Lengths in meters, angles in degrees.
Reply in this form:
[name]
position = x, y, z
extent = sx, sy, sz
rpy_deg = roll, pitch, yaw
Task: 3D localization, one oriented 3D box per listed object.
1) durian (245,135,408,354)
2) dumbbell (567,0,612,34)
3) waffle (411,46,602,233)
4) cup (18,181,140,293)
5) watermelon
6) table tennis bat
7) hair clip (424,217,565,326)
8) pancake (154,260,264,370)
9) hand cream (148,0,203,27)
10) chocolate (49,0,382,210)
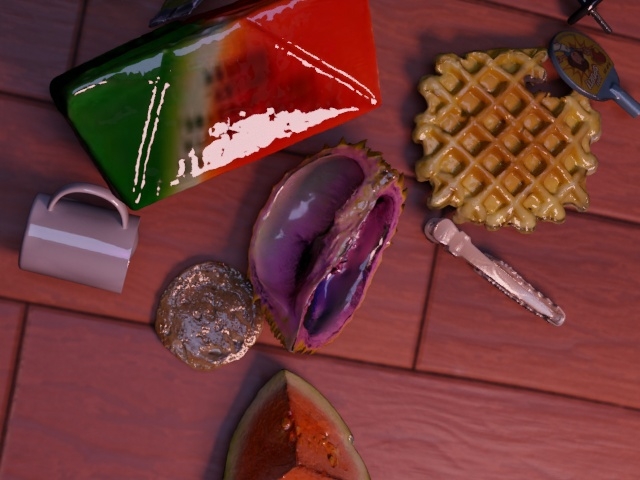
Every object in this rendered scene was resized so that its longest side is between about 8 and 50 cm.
[durian]
position = -0.003, 0.000, 1.534
extent = 0.186, 0.154, 0.260
rpy_deg = 41, 84, 17
[dumbbell]
position = 0.338, -0.331, 1.633
extent = 0.069, 0.069, 0.147
rpy_deg = -41, 94, -9
[waffle]
position = 0.247, -0.132, 1.614
extent = 0.261, 0.056, 0.250
rpy_deg = -2, 87, -14
[cup]
position = -0.286, -0.014, 1.493
extent = 0.133, 0.099, 0.136
rpy_deg = 14, 105, -7
[watermelon]
position = -0.036, 0.256, 1.533
extent = 0.193, 0.137, 0.145
rpy_deg = -6, 53, -10
[table tennis bat]
position = 0.366, -0.219, 1.636
extent = 0.155, 0.019, 0.100
rpy_deg = 41, 49, -4
[hair clip]
position = 0.226, 0.040, 1.607
extent = 0.226, 0.072, 0.034
rpy_deg = 36, 88, -14
[pancake]
position = -0.139, 0.095, 1.555
extent = 0.140, 0.022, 0.139
rpy_deg = 1, 86, -9
[hand cream]
position = -0.127, -0.348, 1.535
extent = 0.055, 0.086, 0.235
rpy_deg = 48, 57, -27
[chocolate]
position = -0.125, -0.177, 1.414
extent = 0.341, 0.360, 0.161
rpy_deg = -24, 104, -10
